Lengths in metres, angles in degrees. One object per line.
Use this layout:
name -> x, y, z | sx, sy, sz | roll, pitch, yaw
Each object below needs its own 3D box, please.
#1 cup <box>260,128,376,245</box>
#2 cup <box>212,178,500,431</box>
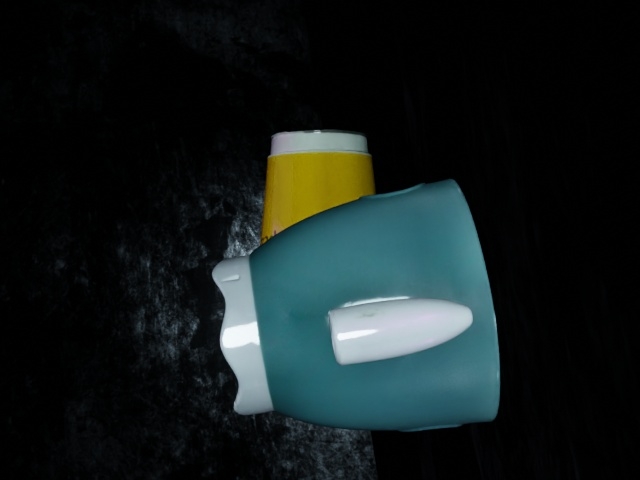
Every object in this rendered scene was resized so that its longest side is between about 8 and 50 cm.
cup -> 0.000, 0.000, 1.365 | 0.196, 0.196, 0.279 | 120, 149, -88
cup -> 0.020, 0.054, 0.707 | 0.300, 0.173, 0.167 | 139, 121, -88
